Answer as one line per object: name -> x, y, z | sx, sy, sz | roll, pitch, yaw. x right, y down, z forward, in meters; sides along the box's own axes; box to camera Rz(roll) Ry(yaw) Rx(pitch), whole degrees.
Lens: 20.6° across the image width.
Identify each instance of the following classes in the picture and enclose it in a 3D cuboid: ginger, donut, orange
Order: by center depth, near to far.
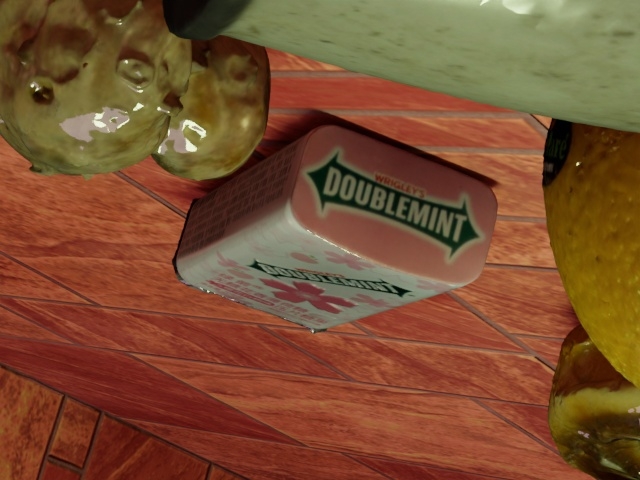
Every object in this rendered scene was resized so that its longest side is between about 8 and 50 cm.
orange -> 0.256, -0.028, 0.978 | 0.274, 0.274, 0.274 | 15, 165, 4
ginger -> -0.217, -0.144, 1.250 | 0.375, 0.176, 0.256 | 16, 180, -1
donut -> 0.378, 0.164, 1.791 | 0.330, 0.159, 0.330 | 5, 159, 2

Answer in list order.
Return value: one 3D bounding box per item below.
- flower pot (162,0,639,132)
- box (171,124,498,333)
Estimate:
flower pot -> 0.138, -0.173, 0.612 | 0.330, 0.293, 0.293 | 13, 166, -15
box -> 0.000, 0.000, 1.642 | 0.190, 0.112, 0.370 | 21, 163, -15
